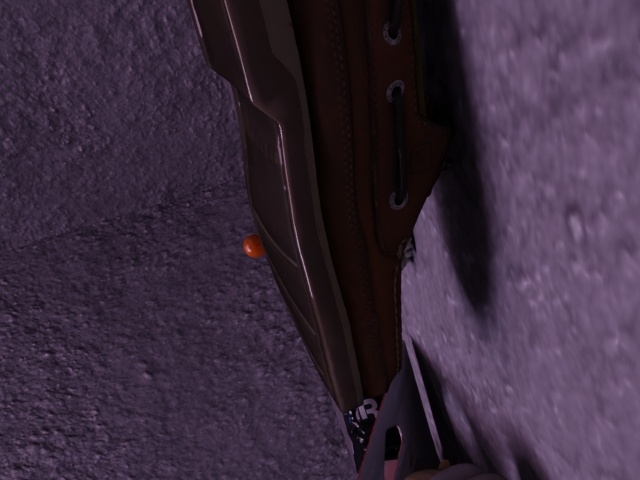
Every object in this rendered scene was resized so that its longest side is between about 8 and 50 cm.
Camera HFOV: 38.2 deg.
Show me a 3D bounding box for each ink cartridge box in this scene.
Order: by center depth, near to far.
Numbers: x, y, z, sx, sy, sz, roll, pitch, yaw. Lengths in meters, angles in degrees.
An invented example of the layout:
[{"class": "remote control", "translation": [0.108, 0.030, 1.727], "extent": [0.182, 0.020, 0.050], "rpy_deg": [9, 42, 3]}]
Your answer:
[{"class": "ink cartridge box", "translation": [0.054, 0.243, 0.715], "extent": [0.275, 0.060, 0.239], "rpy_deg": [-56, -51, -68]}]

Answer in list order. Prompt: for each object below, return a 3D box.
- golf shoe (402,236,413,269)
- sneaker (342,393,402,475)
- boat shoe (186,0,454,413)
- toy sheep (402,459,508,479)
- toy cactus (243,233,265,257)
[{"class": "golf shoe", "translation": [0.015, -0.024, 0.617], "extent": [0.176, 0.086, 0.069], "rpy_deg": [82, 171, -55]}, {"class": "sneaker", "translation": [0.063, 0.231, 1.030], "extent": [0.217, 0.079, 0.121], "rpy_deg": [-119, 11, -74]}, {"class": "boat shoe", "translation": [0.018, -0.041, 0.450], "extent": [0.111, 0.104, 0.307], "rpy_deg": [-127, 20, -49]}, {"class": "toy sheep", "translation": [0.089, 0.174, 0.508], "extent": [0.132, 0.091, 0.091], "rpy_deg": [36, 151, 39]}, {"class": "toy cactus", "translation": [0.000, 0.000, 0.887], "extent": [0.180, 0.112, 0.219], "rpy_deg": [-96, -17, -62]}]
